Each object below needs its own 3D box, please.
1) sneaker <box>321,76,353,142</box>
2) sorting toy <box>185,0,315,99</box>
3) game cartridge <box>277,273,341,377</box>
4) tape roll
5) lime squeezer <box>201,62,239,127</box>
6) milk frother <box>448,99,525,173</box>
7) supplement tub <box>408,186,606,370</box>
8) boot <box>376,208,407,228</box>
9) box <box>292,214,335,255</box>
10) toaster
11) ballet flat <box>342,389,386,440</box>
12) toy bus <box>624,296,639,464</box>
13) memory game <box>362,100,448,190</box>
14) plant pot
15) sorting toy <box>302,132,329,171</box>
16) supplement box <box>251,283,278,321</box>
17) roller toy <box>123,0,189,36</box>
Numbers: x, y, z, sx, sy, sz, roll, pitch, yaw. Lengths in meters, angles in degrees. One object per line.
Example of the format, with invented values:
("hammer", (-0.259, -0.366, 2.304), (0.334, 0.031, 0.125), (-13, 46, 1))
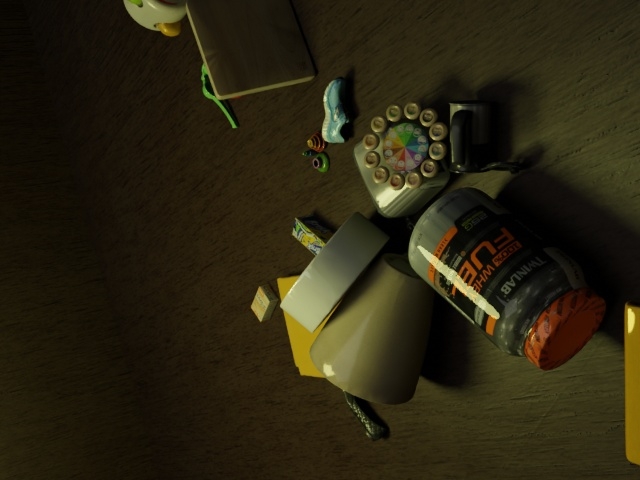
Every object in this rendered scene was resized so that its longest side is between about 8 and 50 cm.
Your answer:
("sneaker", (0.051, -0.306, 1.895), (0.073, 0.063, 0.162), (20, 122, 31))
("sorting toy", (-0.179, -0.480, 1.990), (0.089, 0.256, 0.257), (137, 115, -69))
("game cartridge", (0.010, 0.223, 2.126), (0.324, 0.053, 0.285), (-9, 94, 58))
("tape roll", (0.035, 0.071, 1.824), (0.100, 0.286, 0.286), (38, 137, 5))
("lime squeezer", (-0.305, -0.478, 2.327), (0.110, 0.059, 0.310), (6, 105, 54))
("milk frother", (0.316, -0.196, 1.529), (0.143, 0.129, 0.134), (0, 106, 11))
("supplement tub", (0.336, 0.068, 1.472), (0.338, 0.207, 0.207), (44, 134, 38))
("boot", (0.157, -0.092, 1.796), (0.045, 0.121, 0.099), (-25, 50, 29))
("box", (0.000, 0.000, 2.051), (0.169, 0.059, 0.054), (42, 131, 40))
("toaster", (0.175, -0.151, 1.696), (0.146, 0.129, 0.226), (-43, 63, 49))
("ballet flat", (0.110, 0.438, 2.064), (0.049, 0.057, 0.173), (-40, 60, 5))
("toy bus", (0.562, 0.254, 1.281), (0.108, 0.130, 0.332), (11, 109, 53))
("memory game", (0.167, -0.189, 1.607), (0.186, 0.012, 0.186), (-4, 82, 28))
("plant pot", (0.142, 0.176, 1.778), (0.256, 0.257, 0.274), (39, 116, 41))
("sorting toy", (-0.014, -0.219, 2.014), (0.061, 0.042, 0.101), (9, 108, 53))
("supplement box", (-0.165, 0.185, 2.363), (0.062, 0.036, 0.098), (53, 139, 29))
("roller toy", (-0.476, -0.726, 2.372), (0.146, 0.209, 0.191), (-25, 41, 55))
